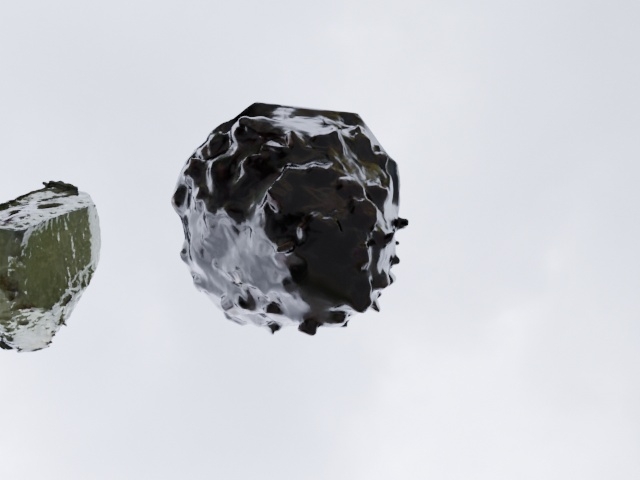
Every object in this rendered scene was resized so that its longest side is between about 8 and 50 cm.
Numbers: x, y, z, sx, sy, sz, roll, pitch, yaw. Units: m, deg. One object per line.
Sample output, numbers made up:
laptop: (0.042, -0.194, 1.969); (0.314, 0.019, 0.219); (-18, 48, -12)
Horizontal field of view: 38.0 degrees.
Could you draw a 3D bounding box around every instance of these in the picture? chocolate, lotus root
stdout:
chocolate: (0.000, 0.000, 0.528); (0.156, 0.133, 0.156); (-6, -74, -21)
lotus root: (-0.245, 0.028, 0.818); (0.070, 0.144, 0.143); (11, -151, 18)
